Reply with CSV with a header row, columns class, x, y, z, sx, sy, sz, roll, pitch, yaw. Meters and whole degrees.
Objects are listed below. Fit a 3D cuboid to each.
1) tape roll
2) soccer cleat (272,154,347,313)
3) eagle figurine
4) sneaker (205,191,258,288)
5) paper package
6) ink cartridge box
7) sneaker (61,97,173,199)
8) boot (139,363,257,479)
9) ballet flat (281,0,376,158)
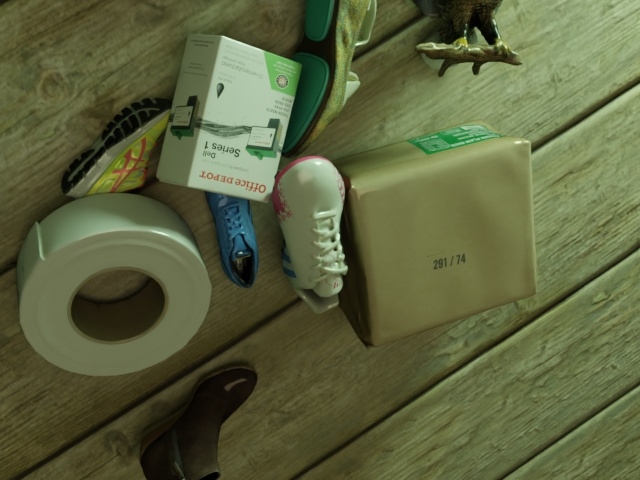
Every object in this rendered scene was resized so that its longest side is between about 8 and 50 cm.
class,x,y,z,sx,sy,sz,roll,pitch,yaw
tape roll,-0.315,0.070,1.291,0.286,0.100,0.286,-11,129,-14
soccer cleat,0.000,0.000,1.320,0.116,0.143,0.331,-21,153,-11
eagle figurine,0.243,-0.417,1.318,0.226,0.225,0.299,13,73,-66
sneaker,-0.136,-0.021,1.370,0.069,0.082,0.209,-14,115,-13
paper package,0.186,-0.019,1.448,0.324,0.168,0.310,-16,116,-14
ink cartridge box,-0.134,-0.175,1.254,0.160,0.092,0.220,9,96,-43
sneaker,-0.287,-0.127,1.274,0.208,0.081,0.094,-42,128,6
boot,-0.187,0.332,1.423,0.248,0.207,0.090,-35,120,-4
ballet flat,0.019,-0.289,1.305,0.123,0.123,0.349,6,109,-23
